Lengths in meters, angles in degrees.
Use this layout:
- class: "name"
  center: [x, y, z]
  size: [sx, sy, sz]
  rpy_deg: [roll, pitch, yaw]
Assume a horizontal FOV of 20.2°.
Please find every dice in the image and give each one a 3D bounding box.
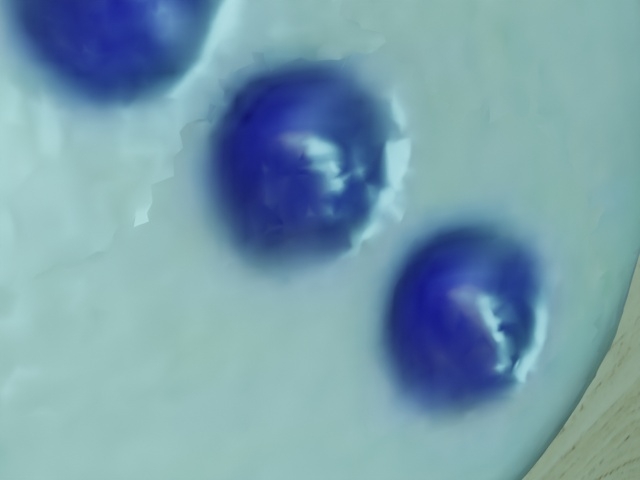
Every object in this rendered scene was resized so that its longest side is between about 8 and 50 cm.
- class: "dice"
  center: [-0.056, -0.033, 0.602]
  size: [0.251, 0.243, 0.259]
  rpy_deg: [-10, 103, -24]
